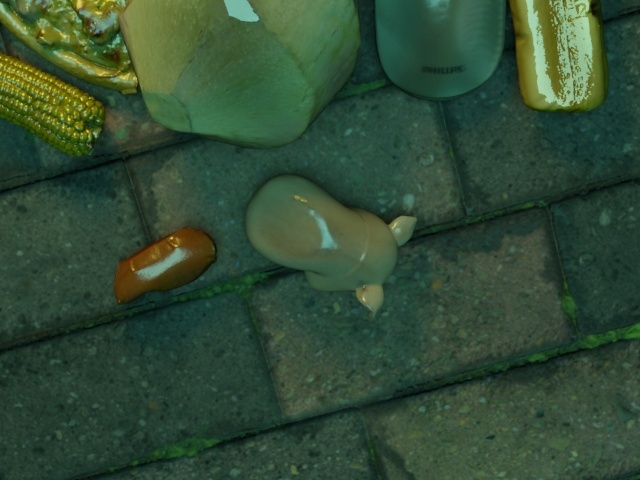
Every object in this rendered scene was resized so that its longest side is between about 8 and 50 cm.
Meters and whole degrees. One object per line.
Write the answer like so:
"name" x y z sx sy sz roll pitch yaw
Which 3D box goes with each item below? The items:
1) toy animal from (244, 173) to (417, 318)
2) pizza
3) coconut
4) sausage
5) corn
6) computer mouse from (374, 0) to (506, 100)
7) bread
"toy animal" 0.005 -0.009 1.751 0.250 0.154 0.166 24 92 -8
"pizza" -0.365 -0.368 1.711 0.323 0.089 0.223 37 102 -8
"coconut" -0.116 -0.287 1.620 0.352 0.352 0.353 0 102 0
"sausage" -0.248 0.038 1.794 0.179 0.089 0.089 -26 101 -1
"corn" -0.471 -0.229 1.730 0.313 0.102 0.102 27 100 -5
"computer mouse" 0.176 -0.361 1.682 0.197 0.095 0.331 -7 118 -2
"bread" 0.350 -0.342 1.715 0.142 0.091 0.305 -7 102 6
